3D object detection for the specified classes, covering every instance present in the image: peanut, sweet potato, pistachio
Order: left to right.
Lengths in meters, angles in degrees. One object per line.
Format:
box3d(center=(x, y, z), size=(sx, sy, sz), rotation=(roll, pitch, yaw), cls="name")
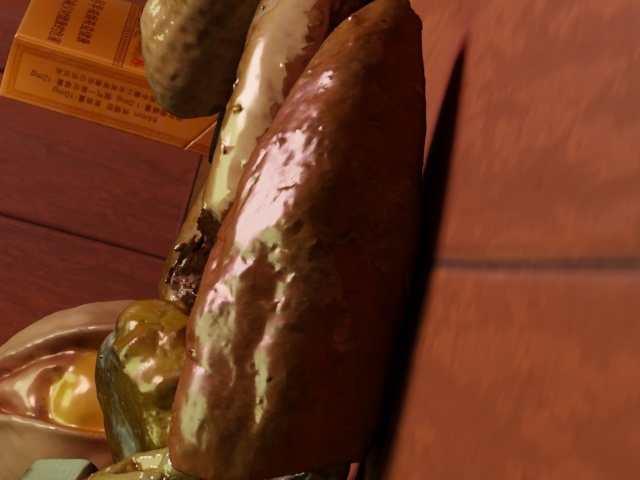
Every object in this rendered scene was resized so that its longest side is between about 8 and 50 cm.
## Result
box3d(center=(-0.230, 0.167, 1.712), size=(0.309, 0.229, 0.230), rotation=(146, 140, -66), cls="pistachio")
box3d(center=(-0.087, -0.178, 1.410), size=(0.214, 0.099, 0.099), rotation=(124, 161, -52), cls="peanut")
box3d(center=(0.000, 0.000, 0.806), size=(0.097, 0.097, 0.252), rotation=(120, 168, -65), cls="sweet potato")

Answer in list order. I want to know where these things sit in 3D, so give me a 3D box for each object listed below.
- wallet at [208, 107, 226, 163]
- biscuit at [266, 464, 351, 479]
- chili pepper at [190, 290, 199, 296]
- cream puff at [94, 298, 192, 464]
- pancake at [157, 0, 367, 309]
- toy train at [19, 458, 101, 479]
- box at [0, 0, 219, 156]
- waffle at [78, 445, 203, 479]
box3d(center=(-0.033, -0.173, 1.534), size=(0.124, 0.025, 0.244), rotation=(-41, -20, -40), cls="wallet")
box3d(center=(-0.026, 0.182, 0.810), size=(0.265, 0.040, 0.188), rotation=(-108, 32, -78), cls="biscuit")
box3d(center=(-0.013, -0.030, 1.142), size=(0.169, 0.065, 0.088), rotation=(-67, -18, 4), cls="chili pepper")
box3d(center=(-0.073, 0.102, 1.115), size=(0.146, 0.116, 0.146), rotation=(41, 138, 51), cls="cream puff")
box3d(center=(-0.052, -0.060, 1.340), size=(0.382, 0.071, 0.382), rotation=(-158, 90, -87), cls="pancake")
box3d(center=(-0.199, 0.287, 1.141), size=(0.159, 0.129, 0.326), rotation=(-10, 36, 48), cls="toy train")
box3d(center=(-0.179, -0.175, 1.857), size=(0.174, 0.274, 0.076), rotation=(-87, 15, -61), cls="box")
box3d(center=(-0.110, 0.163, 0.968), size=(0.208, 0.214, 0.054), rotation=(97, 149, -64), cls="waffle")
